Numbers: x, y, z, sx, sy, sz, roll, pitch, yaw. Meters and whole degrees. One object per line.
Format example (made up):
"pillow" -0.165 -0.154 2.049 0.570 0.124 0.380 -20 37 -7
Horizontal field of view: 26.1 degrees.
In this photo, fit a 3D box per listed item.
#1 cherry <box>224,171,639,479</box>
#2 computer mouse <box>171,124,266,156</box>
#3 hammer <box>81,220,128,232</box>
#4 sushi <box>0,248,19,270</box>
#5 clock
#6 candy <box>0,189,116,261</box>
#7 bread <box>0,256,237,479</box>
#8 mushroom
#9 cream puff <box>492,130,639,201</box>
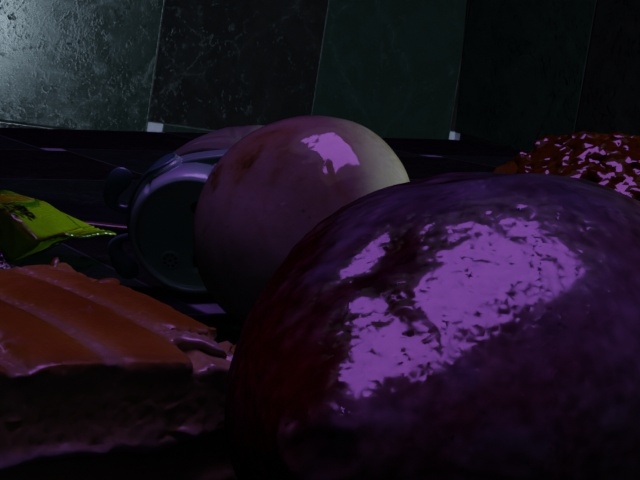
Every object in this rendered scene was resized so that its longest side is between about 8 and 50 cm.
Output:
"cherry" 0.070 0.070 0.666 0.230 0.203 0.300 18 22 32
"computer mouse" -0.055 -0.076 1.816 0.429 0.145 0.228 10 8 34
"hammer" -0.292 -0.019 1.732 0.182 0.017 0.062 5 9 -1
"sushi" -0.316 0.029 1.286 0.046 0.044 0.083 -2 9 -44
"clock" -0.121 -0.012 1.354 0.188 0.148 0.060 -1 23 7
"candy" -0.354 -0.017 1.508 0.246 0.069 0.149 6 11 16
"bread" -0.187 0.082 0.757 0.239 0.111 0.246 -3 11 -38
"mushroom" 0.000 0.000 1.240 0.207 0.207 0.215 11 -20 39
"cream puff" 0.203 0.028 0.995 0.303 0.212 0.303 4 3 0
